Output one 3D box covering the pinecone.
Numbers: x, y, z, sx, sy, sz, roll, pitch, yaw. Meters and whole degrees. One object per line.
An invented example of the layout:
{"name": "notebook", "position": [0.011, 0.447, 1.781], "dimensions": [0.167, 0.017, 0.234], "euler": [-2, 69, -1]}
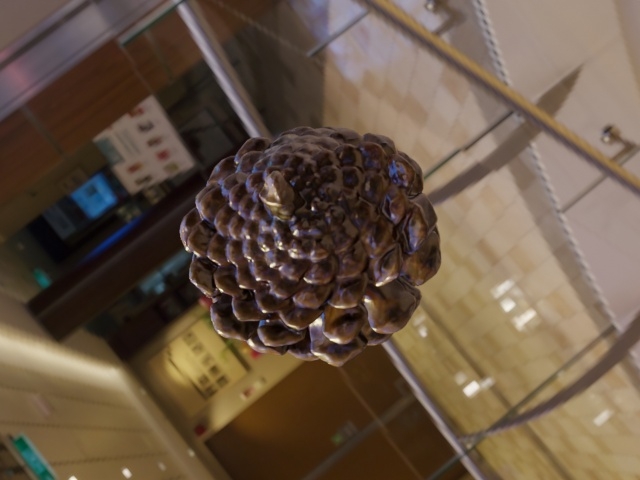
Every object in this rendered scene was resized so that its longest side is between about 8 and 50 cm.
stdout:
{"name": "pinecone", "position": [0.001, -0.002, 0.804], "dimensions": [0.186, 0.168, 0.212], "euler": [11, -170, 13]}
